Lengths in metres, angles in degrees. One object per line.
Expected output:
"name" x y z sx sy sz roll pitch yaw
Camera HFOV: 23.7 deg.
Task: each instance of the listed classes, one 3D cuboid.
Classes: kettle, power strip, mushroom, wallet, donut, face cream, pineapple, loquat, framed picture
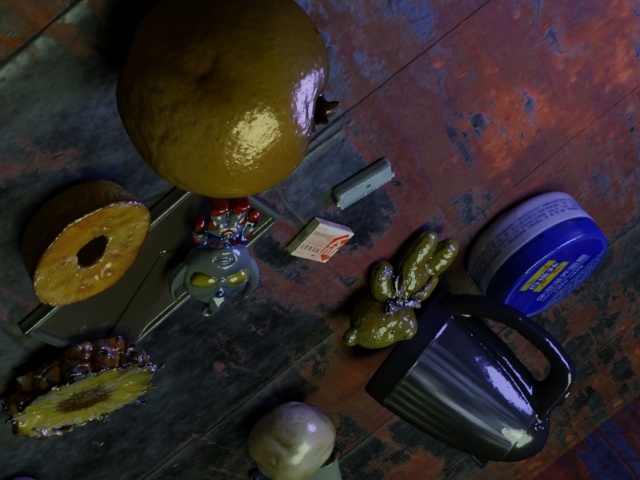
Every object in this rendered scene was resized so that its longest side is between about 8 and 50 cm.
"kettle" 0.245 0.217 2.337 0.251 0.271 0.207 -51 173 3
"power strip" 0.054 -0.072 1.944 0.090 0.016 0.040 -32 155 -10
"mushroom" -0.045 0.309 2.355 0.148 0.112 0.148 -29 151 -18
"wallet" -0.041 0.422 2.607 0.170 0.069 0.231 -15 148 -6
"donut" -0.253 -0.001 1.614 0.152 0.058 0.152 -30 154 -17
"face cream" 0.330 0.021 2.354 0.206 0.111 0.206 -29 153 -16
"pineapple" -0.291 0.182 1.873 0.221 0.047 0.221 -21 158 -9
"loquat" -0.087 -0.144 1.424 0.208 0.208 0.208 -30 154 -16
"framed picture" -0.194 0.035 1.802 0.289 0.016 0.213 -41 155 7

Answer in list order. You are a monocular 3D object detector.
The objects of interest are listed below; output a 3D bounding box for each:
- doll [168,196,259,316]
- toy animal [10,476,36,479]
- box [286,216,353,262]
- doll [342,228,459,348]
"doll" -0.118 0.022 1.787 0.104 0.062 0.195 -22 145 -33
"toy animal" -0.362 0.421 2.019 0.124 0.212 0.124 -33 162 -12
"box" 0.000 0.000 1.997 0.058 0.015 0.093 -47 153 15
"doll" 0.123 0.079 2.207 0.137 0.097 0.209 7 126 -52
